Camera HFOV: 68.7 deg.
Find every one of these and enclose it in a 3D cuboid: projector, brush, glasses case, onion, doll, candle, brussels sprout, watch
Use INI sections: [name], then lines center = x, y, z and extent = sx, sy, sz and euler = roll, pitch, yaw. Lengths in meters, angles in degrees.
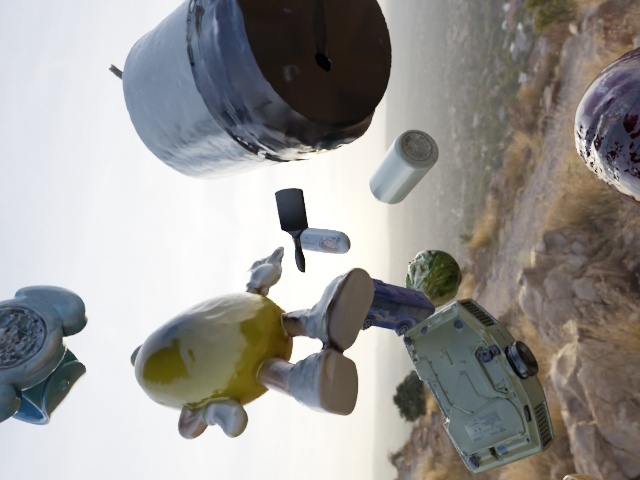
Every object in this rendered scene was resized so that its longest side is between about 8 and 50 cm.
[projector]
center = 0.275, 0.244, 0.816
extent = 0.088, 0.194, 0.269
euler = 2, -125, -49
[brush]
center = -0.054, -0.019, 1.007
extent = 0.016, 0.063, 0.193
euler = -68, -29, -72
[glasses case]
center = 0.000, 0.000, 1.278
extent = 0.045, 0.179, 0.067
euler = -55, -40, -41
[onion]
center = 0.600, -0.209, 0.798
extent = 0.260, 0.337, 0.281
euler = 58, 173, 48
[doll]
center = -0.110, 0.152, 0.743
extent = 0.348, 0.423, 0.161
euler = -46, -56, -19
[candle]
center = -0.101, -0.189, 0.569
extent = 0.222, 0.343, 0.221
euler = 4, -96, -42
[brussels sprout]
center = 0.326, 0.111, 1.333
extent = 0.131, 0.146, 0.183
euler = 114, 166, -53
[watch]
center = -0.452, 0.176, 0.683
extent = 0.193, 0.211, 0.210
euler = 121, 161, -46

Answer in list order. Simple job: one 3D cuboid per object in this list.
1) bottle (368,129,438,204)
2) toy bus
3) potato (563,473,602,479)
[bottle]
center = 0.183, -0.157, 1.116
extent = 0.245, 0.104, 0.104
euler = 121, 153, -66
[toy bus]
center = 0.127, 0.131, 0.953
extent = 0.079, 0.237, 0.094
euler = 44, 111, 49
[potato]
center = 0.446, 0.421, 0.777
extent = 0.062, 0.083, 0.068
euler = -82, 16, -49
